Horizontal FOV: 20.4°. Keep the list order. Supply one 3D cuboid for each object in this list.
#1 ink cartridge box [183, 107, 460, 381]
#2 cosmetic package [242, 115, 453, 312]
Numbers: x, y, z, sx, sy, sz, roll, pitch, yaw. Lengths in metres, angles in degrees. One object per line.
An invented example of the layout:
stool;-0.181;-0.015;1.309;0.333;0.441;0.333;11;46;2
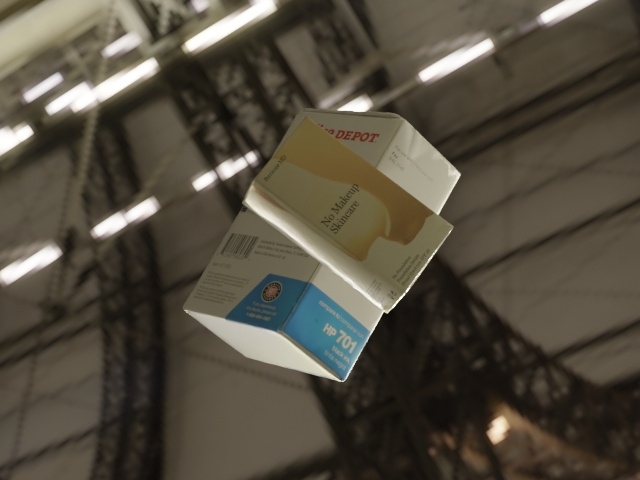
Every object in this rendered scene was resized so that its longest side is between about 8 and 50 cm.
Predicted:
ink cartridge box;0.000;0.000;1.369;0.139;0.082;0.191;9;-117;54
cosmetic package;0.016;-0.016;1.086;0.060;0.115;0.041;-53;179;-24
